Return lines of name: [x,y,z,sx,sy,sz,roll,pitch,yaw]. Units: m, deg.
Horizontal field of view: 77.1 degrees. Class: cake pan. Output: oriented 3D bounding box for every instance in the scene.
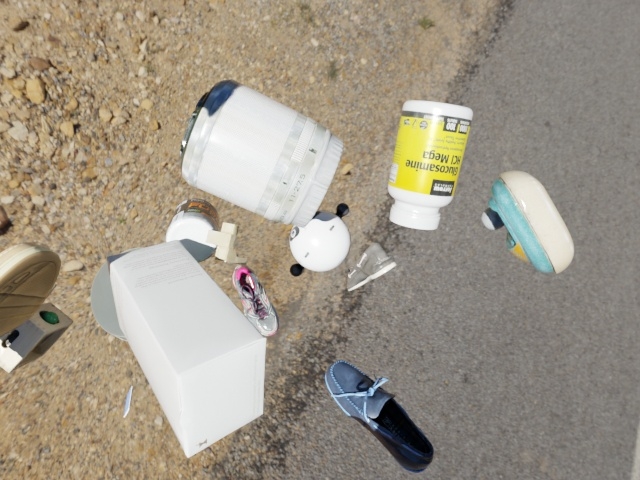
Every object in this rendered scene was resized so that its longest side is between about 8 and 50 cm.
cake pan: [-0.581,0.164,1.233,0.293,0.054,0.293,-2,81,14]

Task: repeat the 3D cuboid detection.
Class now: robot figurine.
robot figurine: [-0.001,-0.003,1.156,0.174,0.278,0.209,-2,92,2]

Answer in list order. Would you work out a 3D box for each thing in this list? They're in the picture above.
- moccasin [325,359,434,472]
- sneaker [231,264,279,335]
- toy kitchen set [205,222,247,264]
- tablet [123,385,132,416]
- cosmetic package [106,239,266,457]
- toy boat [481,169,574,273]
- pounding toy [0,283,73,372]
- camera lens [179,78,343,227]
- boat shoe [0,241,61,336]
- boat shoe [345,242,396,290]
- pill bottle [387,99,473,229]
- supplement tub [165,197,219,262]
moccasin: [0.162,0.433,1.055,0.342,0.116,0.138,37,50,20]
sneaker: [-0.258,0.236,1.553,0.121,0.112,0.299,-30,93,-14]
toy kitchen set: [-0.208,0.006,0.908,0.075,0.068,0.083,20,82,-61]
tablet: [-0.624,0.523,1.305,0.006,0.054,0.083,20,31,-28]
cosmetic package: [-0.261,0.173,0.753,0.155,0.365,0.197,-18,128,-37]
toy boat: [0.481,-0.046,0.979,0.267,0.148,0.318,57,22,-5]
pounding toy: [-0.629,0.184,0.881,0.100,0.130,0.141,42,88,-4]
camera lens: [-0.119,-0.168,0.802,0.274,0.219,0.219,23,74,-11]
boat shoe: [-0.560,0.115,0.623,0.341,0.121,0.110,-44,77,0]
boat shoe: [0.153,0.091,1.360,0.112,0.335,0.095,-26,81,-21]
pill bottle: [0.294,-0.208,1.126,0.188,0.188,0.333,-1,109,-27]
supplement tub: [-0.309,-0.033,0.990,0.117,0.190,0.117,-5,115,-11]
